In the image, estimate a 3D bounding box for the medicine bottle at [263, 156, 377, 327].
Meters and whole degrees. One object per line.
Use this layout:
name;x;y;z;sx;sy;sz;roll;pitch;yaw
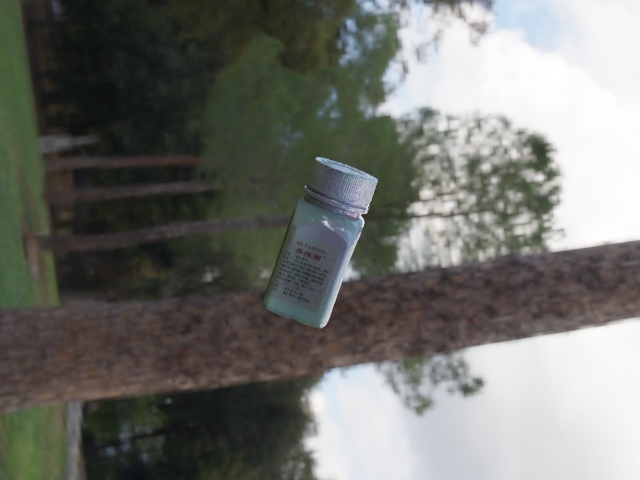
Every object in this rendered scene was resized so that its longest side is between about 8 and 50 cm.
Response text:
medicine bottle;0.000;0.000;0.938;0.074;0.055;0.118;-66;177;-79
